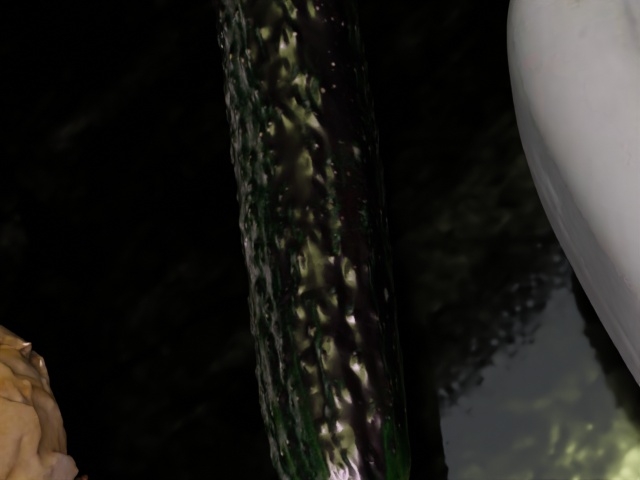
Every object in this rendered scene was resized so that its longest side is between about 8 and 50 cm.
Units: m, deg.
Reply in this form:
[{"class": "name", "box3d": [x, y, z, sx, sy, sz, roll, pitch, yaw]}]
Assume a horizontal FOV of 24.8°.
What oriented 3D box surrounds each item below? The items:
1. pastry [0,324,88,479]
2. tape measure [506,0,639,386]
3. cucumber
[{"class": "pastry", "box3d": [-0.154, 0.081, 0.476, 0.153, 0.081, 0.153, -10, 60, 18]}, {"class": "tape measure", "box3d": [0.180, -0.047, 0.405, 0.246, 0.125, 0.243, -15, 57, 8]}, {"class": "cucumber", "box3d": [0.000, 0.000, 0.480, 0.052, 0.058, 0.214, 1, 63, -19]}]
